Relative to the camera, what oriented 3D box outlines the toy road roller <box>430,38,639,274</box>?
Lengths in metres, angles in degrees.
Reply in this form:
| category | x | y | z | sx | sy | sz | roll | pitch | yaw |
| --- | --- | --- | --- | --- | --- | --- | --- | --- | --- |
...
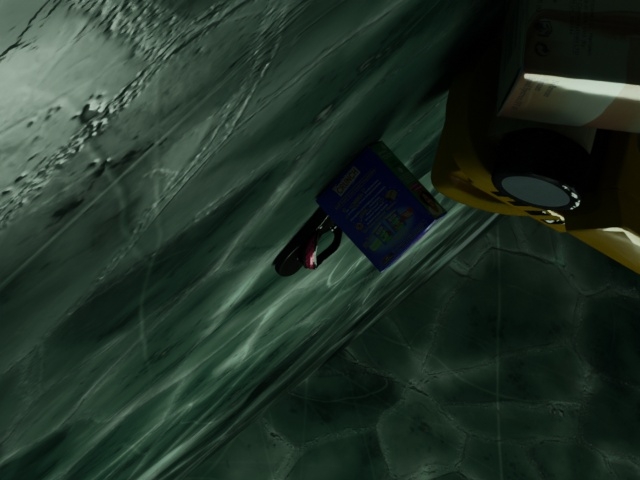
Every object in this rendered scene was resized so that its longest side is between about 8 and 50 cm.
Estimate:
| category | x | y | z | sx | sy | sz | roll | pitch | yaw |
| --- | --- | --- | --- | --- | --- | --- | --- | --- | --- |
| toy road roller | 0.273 | -0.097 | 1.567 | 0.241 | 0.330 | 0.202 | -8 | -119 | 56 |

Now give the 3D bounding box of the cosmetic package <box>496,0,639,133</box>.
| category | x | y | z | sx | sy | sz | roll | pitch | yaw |
| --- | --- | --- | --- | --- | --- | --- | --- | --- | --- |
| cosmetic package | 0.323 | -0.175 | 1.344 | 0.153 | 0.296 | 0.129 | 96 | 0 | -77 |

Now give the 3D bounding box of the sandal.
| category | x | y | z | sx | sy | sz | roll | pitch | yaw |
| --- | --- | --- | --- | --- | --- | --- | --- | --- | --- |
| sandal | 0.000 | 0.000 | 1.680 | 0.067 | 0.040 | 0.179 | -36 | 170 | -41 |

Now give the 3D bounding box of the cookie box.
| category | x | y | z | sx | sy | sz | roll | pitch | yaw |
| --- | --- | --- | --- | --- | --- | --- | --- | --- | --- |
| cookie box | 0.065 | -0.037 | 1.549 | 0.092 | 0.107 | 0.040 | -45 | 173 | 26 |
